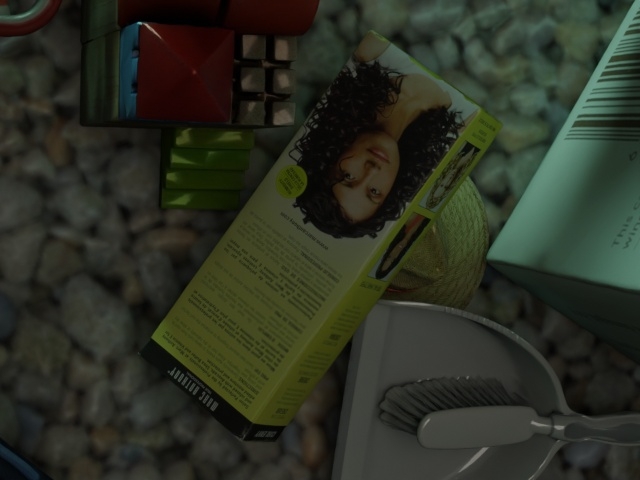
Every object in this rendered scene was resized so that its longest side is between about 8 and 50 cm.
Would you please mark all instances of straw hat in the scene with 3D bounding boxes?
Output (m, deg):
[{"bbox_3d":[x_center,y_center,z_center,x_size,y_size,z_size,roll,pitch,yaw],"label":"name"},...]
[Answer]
[{"bbox_3d":[0.046,-0.002,1.078,0.144,0.061,0.144,-1,92,-16],"label":"straw hat"}]

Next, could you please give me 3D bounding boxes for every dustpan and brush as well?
[{"bbox_3d":[0.119,0.110,1.098,0.211,0.060,0.147,0,107,-27],"label":"dustpan and brush"}]

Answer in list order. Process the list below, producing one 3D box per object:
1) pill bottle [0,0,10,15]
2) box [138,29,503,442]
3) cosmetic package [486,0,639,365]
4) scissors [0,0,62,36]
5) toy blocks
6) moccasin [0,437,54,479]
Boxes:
[{"bbox_3d":[-0.255,-0.203,0.951,0.124,0.124,0.221,-19,98,-14],"label":"pill bottle"},{"bbox_3d":[0.000,0.000,1.026,0.087,0.058,0.232,37,97,20],"label":"box"},{"bbox_3d":[0.381,-0.016,1.034,0.394,0.327,0.329,31,84,-16],"label":"cosmetic package"},{"bbox_3d":[-0.265,-0.137,0.877,0.297,0.021,0.109,-12,98,-17],"label":"scissors"},{"bbox_3d":[-0.058,-0.203,0.936,0.191,0.261,0.381,1,93,-16],"label":"toy blocks"},{"bbox_3d":[-0.240,0.105,0.980,0.342,0.138,0.117,54,51,-29],"label":"moccasin"}]
